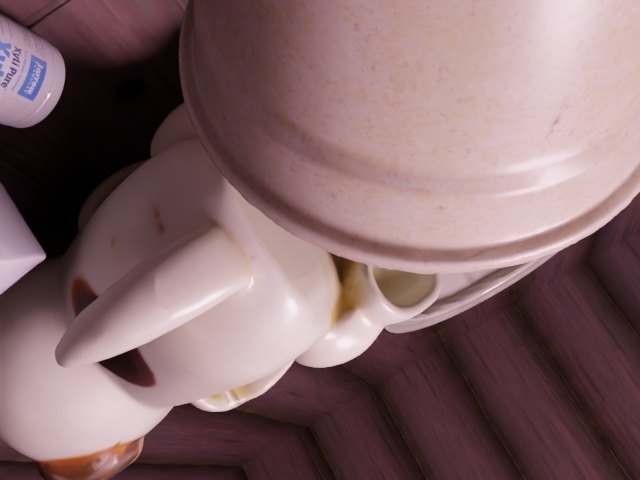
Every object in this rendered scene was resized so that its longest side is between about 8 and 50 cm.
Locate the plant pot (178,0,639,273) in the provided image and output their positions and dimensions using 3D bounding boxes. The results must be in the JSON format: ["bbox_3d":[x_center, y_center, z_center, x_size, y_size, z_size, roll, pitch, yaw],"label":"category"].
[{"bbox_3d":[0.074,-0.196,0.383,0.334,0.333,0.305,-25,156,-12],"label":"plant pot"}]

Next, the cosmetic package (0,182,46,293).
[{"bbox_3d":[-0.366,0.027,0.526,0.225,0.138,0.224,-38,170,17],"label":"cosmetic package"}]

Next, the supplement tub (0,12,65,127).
[{"bbox_3d":[-0.232,-0.123,0.507,0.071,0.071,0.107,-36,158,15],"label":"supplement tub"}]

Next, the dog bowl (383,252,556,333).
[{"bbox_3d":[0.242,-0.019,1.232,0.408,0.150,0.408,-26,159,-11],"label":"dog bowl"}]

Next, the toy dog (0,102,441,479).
[{"bbox_3d":[-0.143,0.074,0.703,0.408,0.284,0.395,-32,-165,29],"label":"toy dog"}]
